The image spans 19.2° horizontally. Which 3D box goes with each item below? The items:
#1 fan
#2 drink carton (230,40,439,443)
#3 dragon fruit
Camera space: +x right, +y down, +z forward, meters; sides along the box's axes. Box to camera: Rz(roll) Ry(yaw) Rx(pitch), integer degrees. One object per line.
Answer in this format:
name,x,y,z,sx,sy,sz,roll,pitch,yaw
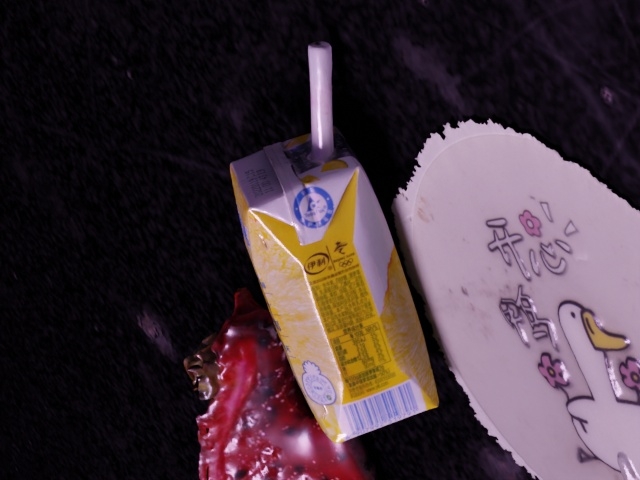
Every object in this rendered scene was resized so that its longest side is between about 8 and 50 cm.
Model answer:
fan,0.157,0.126,0.906,0.414,0.012,0.233,62,154,-9
drink carton,0.000,0.000,0.961,0.084,0.074,0.200,-111,1,-65
dragon fruit,-0.032,0.124,1.141,0.122,0.092,0.192,30,143,43
